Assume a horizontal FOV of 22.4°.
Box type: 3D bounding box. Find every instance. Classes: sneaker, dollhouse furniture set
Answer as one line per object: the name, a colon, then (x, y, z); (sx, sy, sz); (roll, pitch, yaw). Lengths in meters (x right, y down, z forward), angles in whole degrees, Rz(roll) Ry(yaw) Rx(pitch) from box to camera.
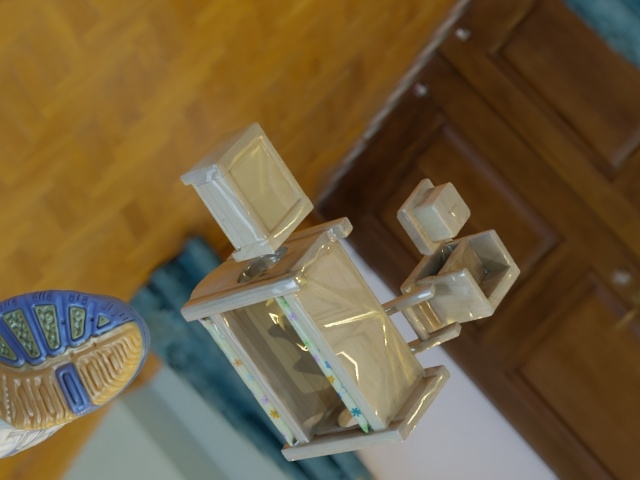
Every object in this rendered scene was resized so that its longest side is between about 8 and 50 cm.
sneaker: (-0.241, 0.112, 1.353); (0.296, 0.111, 0.131); (-24, 171, 31)
dollhouse furniture set: (0.000, 0.000, 0.906); (0.101, 0.182, 0.161); (-17, -157, 43)
